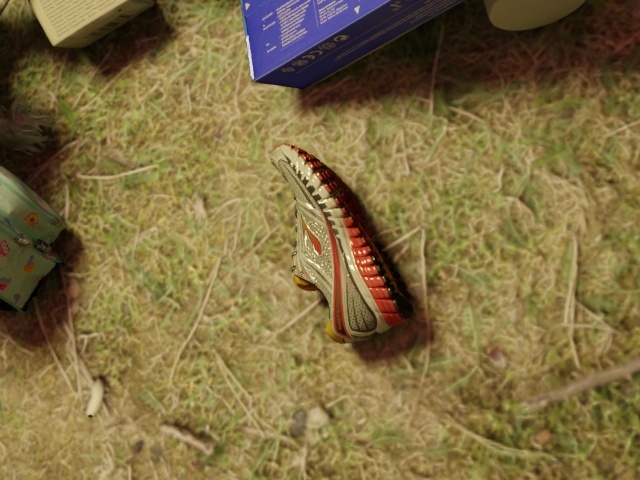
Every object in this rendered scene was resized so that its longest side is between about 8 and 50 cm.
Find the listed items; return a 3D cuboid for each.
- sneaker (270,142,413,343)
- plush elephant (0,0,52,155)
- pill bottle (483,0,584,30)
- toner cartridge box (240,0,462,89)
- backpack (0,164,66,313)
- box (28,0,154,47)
[{"bbox_3d":[0.000,0.000,1.324,0.093,0.088,0.225,-33,67,14],"label":"sneaker"},{"bbox_3d":[-0.461,-0.228,1.458,0.272,0.330,0.255,-38,59,42],"label":"plush elephant"},{"bbox_3d":[0.179,-0.336,1.303,0.136,0.136,0.245,-21,70,17],"label":"pill bottle"},{"bbox_3d":[0.051,-0.283,1.288,0.348,0.075,0.165,-22,70,48],"label":"toner cartridge box"},{"bbox_3d":[-0.380,-0.019,1.433,0.166,0.188,0.144,33,91,27],"label":"backpack"},{"bbox_3d":[-0.304,-0.358,1.485,0.113,0.094,0.275,-27,91,13],"label":"box"}]
